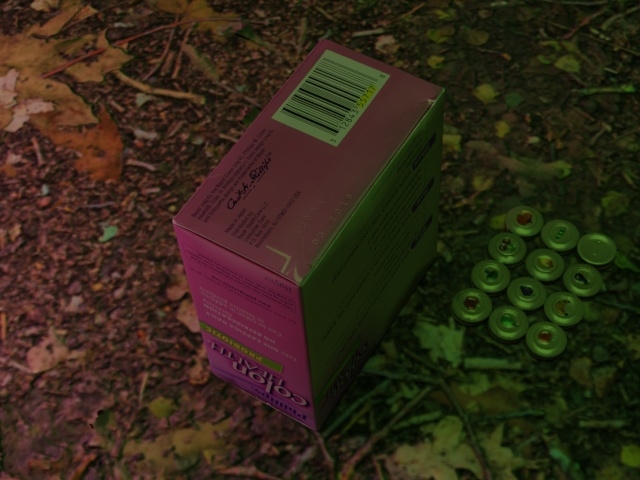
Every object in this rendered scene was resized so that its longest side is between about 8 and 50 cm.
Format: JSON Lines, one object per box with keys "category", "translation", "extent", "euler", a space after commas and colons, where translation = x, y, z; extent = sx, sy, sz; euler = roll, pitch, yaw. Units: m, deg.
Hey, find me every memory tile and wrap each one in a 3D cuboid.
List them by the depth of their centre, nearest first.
{"category": "memory tile", "translation": [0.198, 0.036, 1.064], "extent": [0.113, 0.012, 0.148], "euler": [25, 60, 19]}

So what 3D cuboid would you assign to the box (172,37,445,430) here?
{"category": "box", "translation": [0.000, 0.000, 0.961], "extent": [0.117, 0.243, 0.213], "euler": [25, 61, 20]}
